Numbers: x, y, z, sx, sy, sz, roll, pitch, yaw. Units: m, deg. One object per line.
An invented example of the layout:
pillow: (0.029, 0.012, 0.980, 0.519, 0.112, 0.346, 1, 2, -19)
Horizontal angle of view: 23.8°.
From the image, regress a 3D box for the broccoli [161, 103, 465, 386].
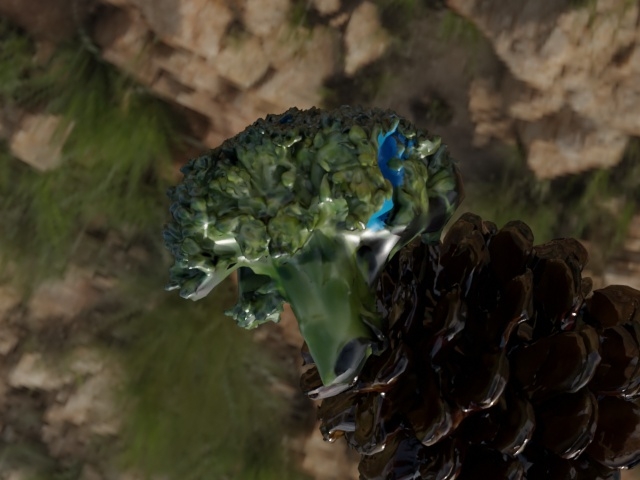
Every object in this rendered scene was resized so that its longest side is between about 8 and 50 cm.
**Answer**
broccoli: (0.000, 0.000, 0.857, 0.154, 0.160, 0.167, -32, 163, 30)

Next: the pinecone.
pinecone: (0.092, 0.083, 0.949, 0.221, 0.221, 0.221, 10, 138, 10)
